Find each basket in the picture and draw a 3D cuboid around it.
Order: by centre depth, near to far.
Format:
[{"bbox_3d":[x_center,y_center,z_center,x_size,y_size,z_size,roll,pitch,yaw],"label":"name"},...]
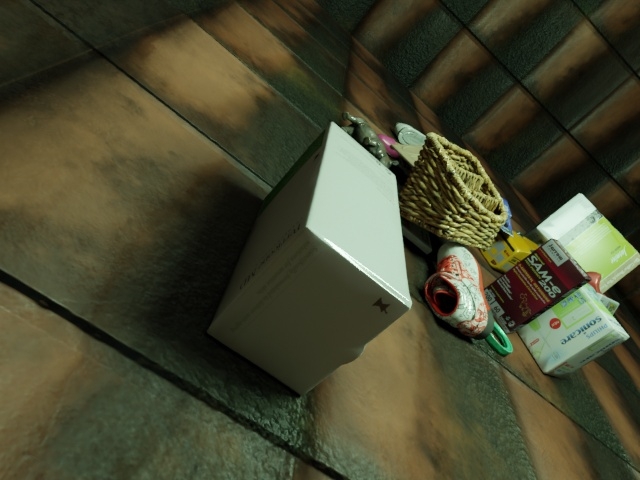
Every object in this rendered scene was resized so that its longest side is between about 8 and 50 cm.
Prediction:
[{"bbox_3d":[0.368,-0.115,1.264,0.213,0.223,0.299,33,14,37],"label":"basket"}]

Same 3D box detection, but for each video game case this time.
[{"bbox_3d":[0.216,-0.072,1.326,0.183,0.023,0.201,37,27,-16],"label":"video game case"},{"bbox_3d":[0.828,0.268,1.531,0.193,0.213,0.023,18,12,-44],"label":"video game case"}]

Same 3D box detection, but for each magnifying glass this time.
[{"bbox_3d":[0.378,0.175,1.200,0.231,0.026,0.092,53,27,18],"label":"magnifying glass"}]

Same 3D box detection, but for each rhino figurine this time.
[{"bbox_3d":[0.150,-0.273,1.468,0.106,0.073,0.243,-8,59,-56],"label":"rhino figurine"}]

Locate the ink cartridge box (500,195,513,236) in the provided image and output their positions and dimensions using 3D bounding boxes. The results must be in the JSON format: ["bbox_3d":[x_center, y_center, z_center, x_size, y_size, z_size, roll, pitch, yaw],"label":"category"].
[{"bbox_3d":[0.523,-0.149,1.649,0.311,0.065,0.186,38,25,1],"label":"ink cartridge box"}]

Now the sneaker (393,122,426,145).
[{"bbox_3d":[0.394,-0.402,2.019,0.235,0.090,0.095,31,19,-31],"label":"sneaker"}]

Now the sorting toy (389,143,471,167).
[{"bbox_3d":[0.339,-0.256,1.563,0.192,0.038,0.208,-2,28,-18],"label":"sorting toy"}]

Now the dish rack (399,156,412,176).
[{"bbox_3d":[0.350,-0.170,1.621,0.271,0.074,0.208,39,24,-9],"label":"dish rack"}]

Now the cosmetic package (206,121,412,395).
[{"bbox_3d":[0.000,0.000,0.695,0.155,0.197,0.366,38,25,-14],"label":"cosmetic package"}]

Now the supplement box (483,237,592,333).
[{"bbox_3d":[0.542,0.120,1.275,0.073,0.239,0.130,9,42,-51],"label":"supplement box"}]

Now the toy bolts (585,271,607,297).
[{"bbox_3d":[0.772,0.202,1.588,0.158,0.228,0.219,-20,90,-33],"label":"toy bolts"}]

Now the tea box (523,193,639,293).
[{"bbox_3d":[0.968,0.043,1.918,0.324,0.220,0.329,53,-2,12],"label":"tea box"}]

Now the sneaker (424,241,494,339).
[{"bbox_3d":[0.292,0.083,1.115,0.145,0.090,0.270,29,37,-33],"label":"sneaker"}]

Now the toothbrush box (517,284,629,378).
[{"bbox_3d":[0.632,0.191,1.344,0.122,0.206,0.283,23,34,-40],"label":"toothbrush box"}]

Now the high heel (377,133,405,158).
[{"bbox_3d":[0.304,-0.325,1.723,0.244,0.117,0.082,31,29,-28],"label":"high heel"}]

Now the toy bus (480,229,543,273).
[{"bbox_3d":[0.699,0.062,1.724,0.332,0.130,0.108,20,34,-42],"label":"toy bus"}]
